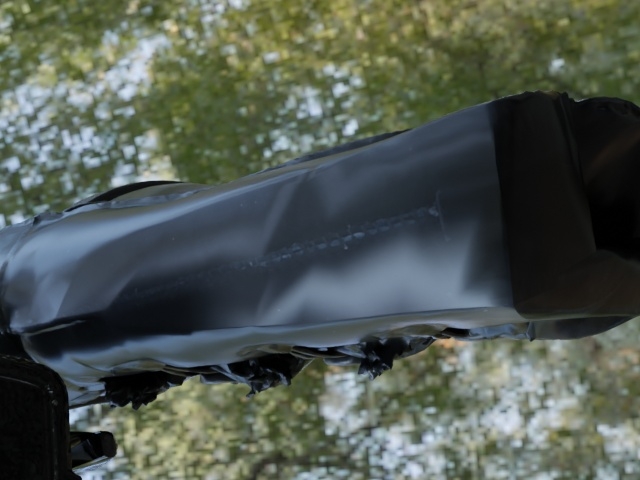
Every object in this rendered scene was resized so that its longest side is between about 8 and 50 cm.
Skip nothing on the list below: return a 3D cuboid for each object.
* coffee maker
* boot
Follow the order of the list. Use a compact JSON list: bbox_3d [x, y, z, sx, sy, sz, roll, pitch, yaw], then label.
[{"bbox_3d":[-0.184,0.147,0.701,0.120,0.178,0.171,23,-110,-11],"label":"coffee maker"},{"bbox_3d":[-0.001,0.001,0.854,0.367,0.445,0.146,-26,-83,-55],"label":"boot"}]
